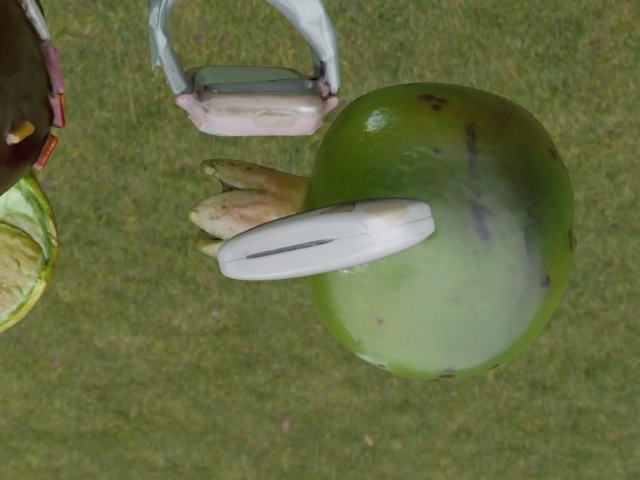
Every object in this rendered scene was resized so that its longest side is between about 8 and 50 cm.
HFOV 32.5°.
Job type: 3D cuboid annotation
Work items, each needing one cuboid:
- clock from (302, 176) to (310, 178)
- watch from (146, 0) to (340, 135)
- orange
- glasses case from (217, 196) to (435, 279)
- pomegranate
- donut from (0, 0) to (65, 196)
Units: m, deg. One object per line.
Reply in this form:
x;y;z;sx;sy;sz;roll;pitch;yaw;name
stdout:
0.089;-0.018;1.054;0.248;0.227;0.090;-1;105;-16;clock
-0.100;-0.271;1.416;0.254;0.162;0.241;-2;114;-18;watch
-0.361;-0.024;1.085;0.179;0.158;0.237;-28;106;2;orange
0.000;0.000;0.702;0.164;0.041;0.063;-11;-178;44;glasses case
0.044;-0.013;0.840;0.302;0.236;0.236;7;135;10;pomegranate
-0.224;-0.124;0.538;0.103;0.269;0.269;-24;129;16;donut
